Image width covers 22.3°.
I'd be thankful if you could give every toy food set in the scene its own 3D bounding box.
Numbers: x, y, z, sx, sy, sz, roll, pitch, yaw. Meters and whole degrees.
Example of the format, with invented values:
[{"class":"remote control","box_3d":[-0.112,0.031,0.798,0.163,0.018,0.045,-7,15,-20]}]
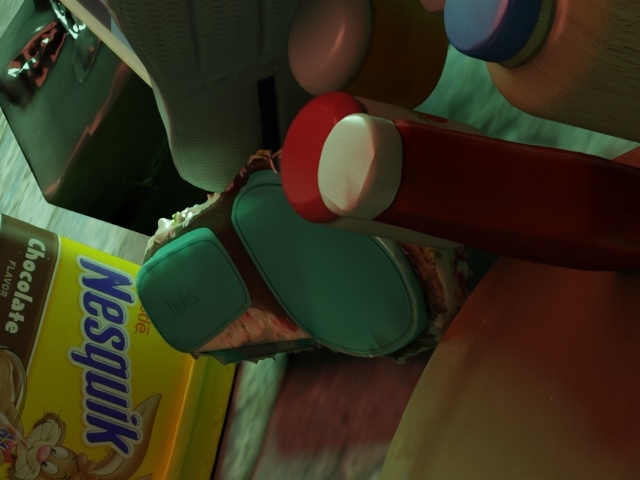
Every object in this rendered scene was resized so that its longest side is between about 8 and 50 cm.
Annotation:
[{"class":"toy food set","box_3d":[0.038,-0.053,0.419,0.232,0.105,0.111,-3,79,56]}]

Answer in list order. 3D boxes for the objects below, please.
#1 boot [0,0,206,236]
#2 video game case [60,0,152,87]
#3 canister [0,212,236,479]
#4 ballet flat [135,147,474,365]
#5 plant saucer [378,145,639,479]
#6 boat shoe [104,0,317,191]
[{"class":"boot","box_3d":[-0.046,-0.267,0.911,0.445,0.146,0.367,-61,22,26]},{"class":"video game case","box_3d":[-0.031,-0.143,0.737,0.201,0.023,0.183,43,116,22]},{"class":"canister","box_3d":[-0.132,0.056,0.743,0.073,0.170,0.126,-28,45,57]},{"class":"ballet flat","box_3d":[0.000,0.000,0.628,0.077,0.091,0.241,-29,10,-26]},{"class":"plant saucer","box_3d":[0.082,0.086,0.420,0.278,0.041,0.277,-46,32,41]},{"class":"boat shoe","box_3d":[-0.037,-0.124,0.566,0.335,0.121,0.119,108,142,-69]}]
